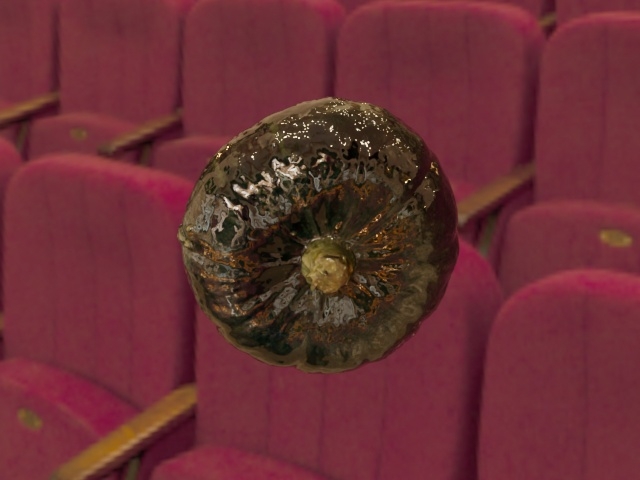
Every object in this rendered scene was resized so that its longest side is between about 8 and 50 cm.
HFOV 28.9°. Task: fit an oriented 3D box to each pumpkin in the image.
[{"bbox_3d":[0.002,-0.001,0.922,0.211,0.212,0.152,-14,23,-17],"label":"pumpkin"}]
